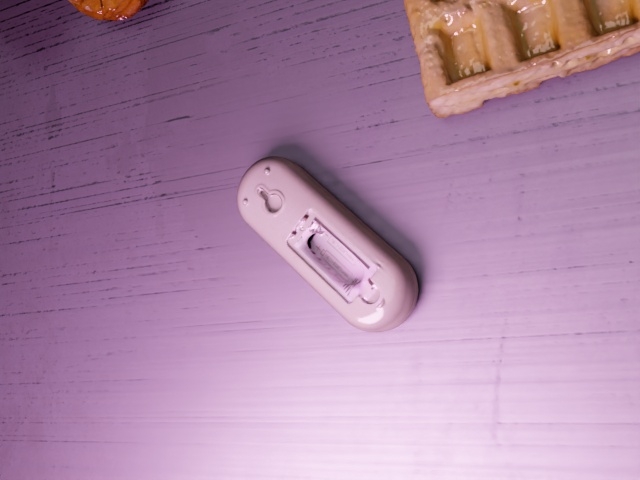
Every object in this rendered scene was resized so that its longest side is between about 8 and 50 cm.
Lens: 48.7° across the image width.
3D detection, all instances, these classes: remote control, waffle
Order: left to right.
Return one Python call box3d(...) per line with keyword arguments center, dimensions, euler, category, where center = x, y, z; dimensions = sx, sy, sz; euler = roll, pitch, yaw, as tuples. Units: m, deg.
box3d(center=(0.000, 0.000, 0.672), dimensions=(0.221, 0.042, 0.078), euler=(43, 106, 23), category="remote control")
box3d(center=(0.195, -0.221, 0.581), dimensions=(0.274, 0.057, 0.168), euler=(-15, 79, 26), category="waffle")

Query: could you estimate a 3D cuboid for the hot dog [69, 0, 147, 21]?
box3d(center=(-0.227, -0.364, 0.790), dimensions=(0.160, 0.099, 0.227), euler=(19, 92, 24), category="hot dog")
